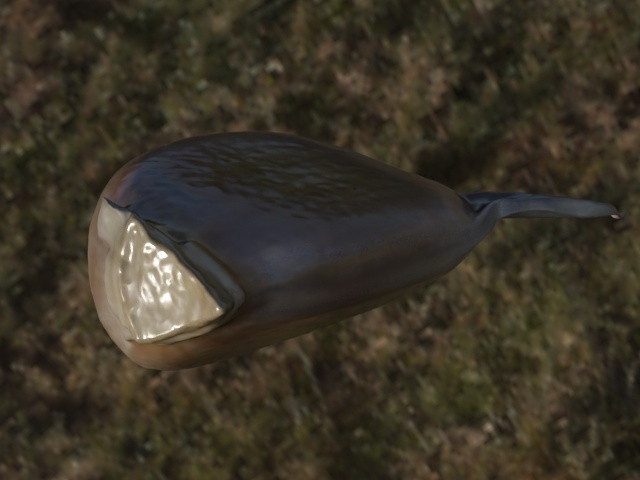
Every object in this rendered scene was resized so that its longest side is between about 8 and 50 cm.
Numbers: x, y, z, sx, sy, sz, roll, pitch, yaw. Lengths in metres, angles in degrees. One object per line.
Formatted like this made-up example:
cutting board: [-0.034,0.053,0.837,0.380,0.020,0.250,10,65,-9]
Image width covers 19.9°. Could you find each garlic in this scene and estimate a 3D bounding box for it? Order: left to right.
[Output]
garlic: [0.002,-0.003,0.848,0.266,0.128,0.148,-20,49,-35]
